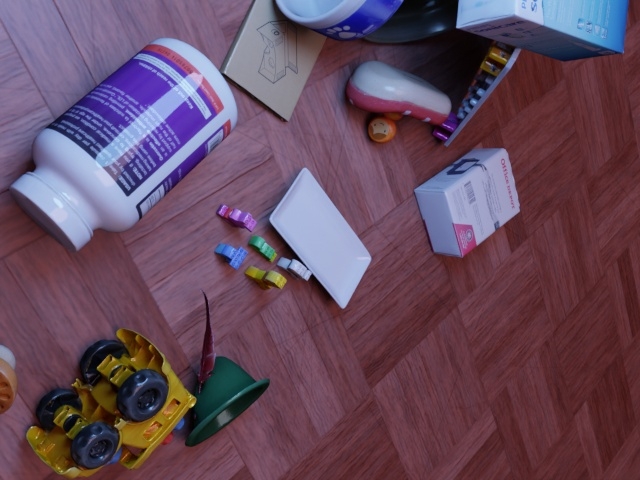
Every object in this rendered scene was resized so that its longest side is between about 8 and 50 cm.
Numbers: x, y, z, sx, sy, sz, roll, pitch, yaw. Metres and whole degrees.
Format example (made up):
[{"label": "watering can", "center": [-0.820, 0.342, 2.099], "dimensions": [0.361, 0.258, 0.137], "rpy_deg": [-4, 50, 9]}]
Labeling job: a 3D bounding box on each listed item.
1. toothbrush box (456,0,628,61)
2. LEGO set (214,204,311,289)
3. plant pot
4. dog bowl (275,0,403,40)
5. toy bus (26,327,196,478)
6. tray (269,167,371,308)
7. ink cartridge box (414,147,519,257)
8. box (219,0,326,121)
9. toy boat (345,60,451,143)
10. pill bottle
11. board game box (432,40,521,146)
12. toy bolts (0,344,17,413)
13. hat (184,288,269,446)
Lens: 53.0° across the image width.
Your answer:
[{"label": "toothbrush box", "center": [0.378, -0.436, 1.064], "dimensions": [0.295, 0.126, 0.216], "rpy_deg": [1, 95, -36]}, {"label": "LEGO set", "center": [-0.101, 0.038, 1.173], "dimensions": [0.227, 0.093, 0.087], "rpy_deg": [42, 70, -35]}, {"label": "plant pot", "center": [0.193, -0.575, 1.230], "dimensions": [0.323, 0.323, 0.280], "rpy_deg": [-11, 86, -38]}, {"label": "dog bowl", "center": [0.040, -0.486, 1.100], "dimensions": [0.104, 0.265, 0.265], "rpy_deg": [10, 90, -46]}, {"label": "toy bus", "center": [-0.310, 0.286, 1.019], "dimensions": [0.220, 0.149, 0.211], "rpy_deg": [-49, 139, -21]}, {"label": "tray", "center": [0.000, 0.000, 1.282], "dimensions": [0.270, 0.030, 0.145], "rpy_deg": [52, 53, -31]}, {"label": "ink cartridge box", "center": [0.353, -0.095, 1.524], "dimensions": [0.237, 0.100, 0.172], "rpy_deg": [-34, 116, -30]}, {"label": "box", "center": [-0.083, -0.348, 1.186], "dimensions": [0.164, 0.021, 0.201], "rpy_deg": [31, 77, -37]}, {"label": "toy boat", "center": [0.148, -0.271, 1.329], "dimensions": [0.231, 0.151, 0.151], "rpy_deg": [8, 120, -40]}, {"label": "pill bottle", "center": [-0.285, -0.139, 0.944], "dimensions": [0.323, 0.181, 0.181], "rpy_deg": [-49, 123, -24]}, {"label": "board game box", "center": [0.385, -0.436, 1.364], "dimensions": [0.050, 0.390, 0.390], "rpy_deg": [28, 75, 0]}, {"label": "toy bolts", "center": [-0.535, 0.157, 0.842], "dimensions": [0.218, 0.158, 0.228], "rpy_deg": [-11, 119, 3]}, {"label": "hat", "center": [-0.206, 0.231, 1.152], "dimensions": [0.208, 0.183, 0.173], "rpy_deg": [-41, 165, 3]}]
